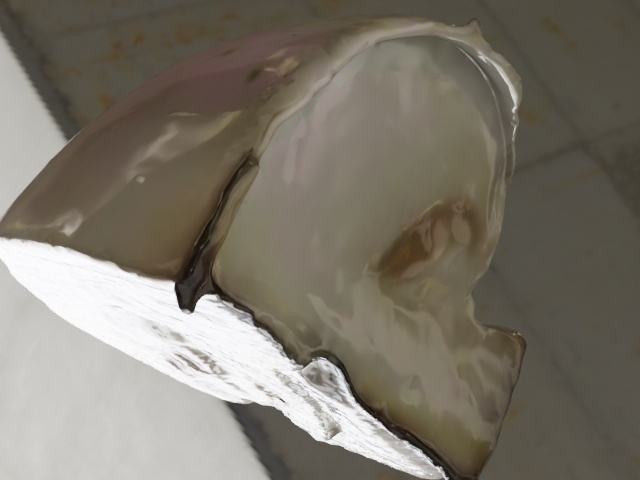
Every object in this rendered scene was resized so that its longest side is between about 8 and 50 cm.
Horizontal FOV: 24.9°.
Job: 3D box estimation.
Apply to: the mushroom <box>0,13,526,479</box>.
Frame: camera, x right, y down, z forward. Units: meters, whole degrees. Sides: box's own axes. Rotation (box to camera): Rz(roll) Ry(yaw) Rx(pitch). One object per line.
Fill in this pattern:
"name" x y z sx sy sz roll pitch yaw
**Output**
"mushroom" -0.017 -0.015 0.609 0.236 0.173 0.162 44 -111 -49
